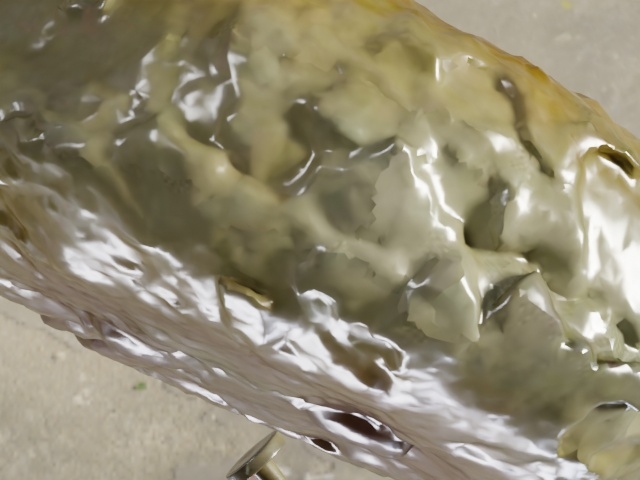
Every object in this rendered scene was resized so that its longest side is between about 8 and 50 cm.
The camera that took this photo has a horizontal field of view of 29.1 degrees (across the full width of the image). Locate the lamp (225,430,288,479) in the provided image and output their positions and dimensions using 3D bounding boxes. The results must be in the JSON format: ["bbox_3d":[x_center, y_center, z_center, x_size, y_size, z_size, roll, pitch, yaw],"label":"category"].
[{"bbox_3d":[0.000,0.298,1.268,0.121,0.121,0.215,-40,92,24],"label":"lamp"}]

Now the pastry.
[{"bbox_3d":[0.000,0.000,0.461,0.329,0.136,0.329,22,165,6],"label":"pastry"}]
